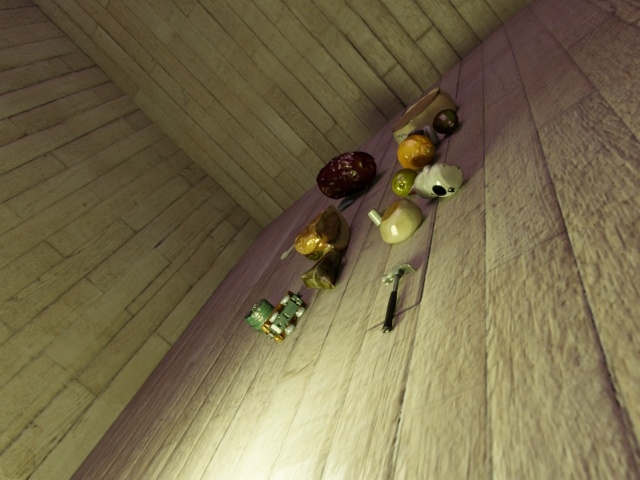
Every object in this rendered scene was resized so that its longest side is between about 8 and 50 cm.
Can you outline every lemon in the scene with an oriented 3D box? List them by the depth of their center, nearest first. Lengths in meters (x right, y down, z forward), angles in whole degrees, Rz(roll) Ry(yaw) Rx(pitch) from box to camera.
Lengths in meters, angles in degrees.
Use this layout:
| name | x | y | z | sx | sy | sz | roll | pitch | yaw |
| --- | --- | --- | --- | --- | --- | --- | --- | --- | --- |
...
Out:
| name | x | y | z | sx | sy | sz | roll | pitch | yaw |
| --- | --- | --- | --- | --- | --- | --- | --- | --- | --- |
| lemon | 0.392 | -0.362 | 1.874 | 0.142 | 0.142 | 0.187 | -48 | 19 | -15 |

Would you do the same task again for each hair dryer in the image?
| name | x | y | z | sx | sy | sz | roll | pitch | yaw |
| --- | --- | --- | --- | --- | --- | --- | --- | --- | --- |
| hair dryer | 0.229 | -0.105 | 1.761 | 0.038 | 0.063 | 0.124 | -39 | 0 | 36 |

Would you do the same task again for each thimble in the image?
| name | x | y | z | sx | sy | sz | roll | pitch | yaw |
| --- | --- | --- | --- | --- | --- | --- | --- | --- | --- |
| thimble | -0.237 | 0.300 | 1.842 | 0.118 | 0.090 | 0.135 | -48 | 11 | -20 |

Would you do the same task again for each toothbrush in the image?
| name | x | y | z | sx | sy | sz | roll | pitch | yaw |
| --- | --- | --- | --- | --- | --- | --- | --- | --- | --- |
| toothbrush | -0.106 | -0.024 | 2.666 | 0.375 | 0.028 | 0.037 | -48 | 5 | -14 |

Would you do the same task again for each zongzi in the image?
| name | x | y | z | sx | sy | sz | roll | pitch | yaw |
| --- | --- | --- | --- | --- | --- | --- | --- | --- | --- |
| zongzi | 0.048 | 0.101 | 1.628 | 0.187 | 0.084 | 0.184 | -46 | 25 | -27 |

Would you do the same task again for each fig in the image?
| name | x | y | z | sx | sy | sz | roll | pitch | yaw |
| --- | --- | --- | --- | --- | --- | --- | --- | --- | --- |
| fig | 0.542 | -0.503 | 1.965 | 0.154 | 0.103 | 0.109 | -93 | 12 | -60 |

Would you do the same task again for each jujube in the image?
| name | x | y | z | sx | sy | sz | roll | pitch | yaw |
| --- | --- | --- | --- | --- | --- | --- | --- | --- | --- |
| jujube | 0.135 | -0.350 | 2.466 | 0.258 | 0.258 | 0.377 | -51 | 9 | -29 |

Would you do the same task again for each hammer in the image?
| name | x | y | z | sx | sy | sz | roll | pitch | yaw |
| --- | --- | --- | --- | --- | --- | --- | --- | --- | --- |
| hammer | 0.184 | 0.139 | 1.138 | 0.103 | 0.029 | 0.246 | -38 | 15 | 31 |

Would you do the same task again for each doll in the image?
| name | x | y | z | sx | sy | sz | roll | pitch | yaw |
| --- | --- | --- | --- | --- | --- | --- | --- | --- | --- |
| doll | 0.365 | -0.187 | 1.446 | 0.181 | 0.111 | 0.106 | -178 | 93 | -72 |

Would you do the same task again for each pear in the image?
| name | x | y | z | sx | sy | sz | roll | pitch | yaw |
| --- | --- | --- | --- | --- | --- | --- | --- | --- | --- |
| pear | 0.320 | -0.217 | 1.723 | 0.107 | 0.107 | 0.131 | -39 | 4 | 25 |

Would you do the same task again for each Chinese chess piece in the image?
| name | x | y | z | sx | sy | sz | roll | pitch | yaw |
| --- | --- | --- | --- | --- | --- | --- | --- | --- | --- |
| Chinese chess piece | 0.516 | -0.609 | 2.310 | 0.338 | 0.140 | 0.338 | -44 | 12 | 12 |

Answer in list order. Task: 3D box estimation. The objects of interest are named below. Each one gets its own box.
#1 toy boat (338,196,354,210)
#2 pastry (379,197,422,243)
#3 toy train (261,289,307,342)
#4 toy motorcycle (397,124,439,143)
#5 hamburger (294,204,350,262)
| name | x | y | z | sx | sy | sz | roll | pitch | yaw |
| --- | --- | --- | --- | --- | --- | --- | --- | --- | --- |
| toy boat | 0.135 | -0.195 | 2.432 | 0.096 | 0.034 | 0.122 | -52 | 14 | -7 |
| pastry | 0.249 | -0.062 | 1.456 | 0.156 | 0.092 | 0.156 | -50 | 7 | 8 |
| toy train | -0.131 | 0.270 | 1.615 | 0.219 | 0.089 | 0.127 | -54 | 5 | -37 |
| toy motorcycle | 0.441 | -0.435 | 2.026 | 0.171 | 0.110 | 0.260 | -9 | -9 | -4 |
| hamburger | -0.003 | 0.000 | 1.918 | 0.209 | 0.162 | 0.330 | -41 | 14 | 27 |
